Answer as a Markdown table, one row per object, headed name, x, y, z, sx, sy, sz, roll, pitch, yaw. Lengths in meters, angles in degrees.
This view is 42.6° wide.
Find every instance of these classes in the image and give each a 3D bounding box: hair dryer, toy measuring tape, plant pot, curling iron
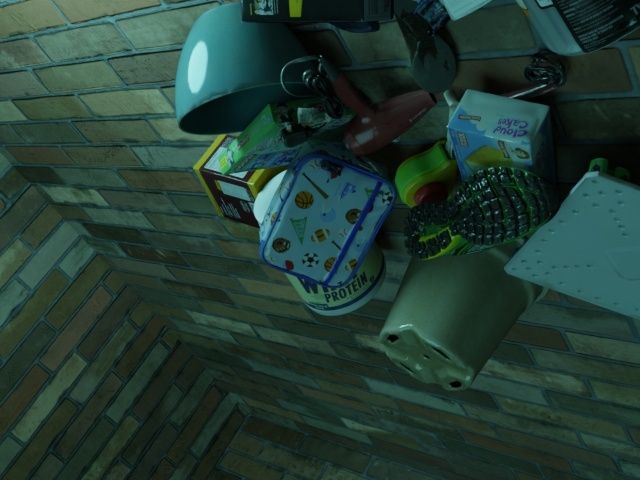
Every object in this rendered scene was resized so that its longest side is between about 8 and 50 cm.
| name | x | y | z | sx | sy | sz | roll | pitch | yaw |
| --- | --- | --- | --- | --- | --- | --- | --- | --- | --- |
| hair dryer | 0.071 | -0.238 | 1.503 | 0.293 | 0.080 | 0.224 | -5 | 150 | -10 |
| toy measuring tape | 0.207 | -0.156 | 1.614 | 0.121 | 0.121 | 0.330 | 24 | 149 | 19 |
| plant pot | -0.154 | -0.344 | 1.596 | 0.290 | 0.290 | 0.196 | -24 | 78 | 59 |
| plant pot | 0.292 | 0.148 | 1.816 | 0.333 | 0.305 | 0.334 | 27 | 153 | 15 |
| curling iron | 0.326 | -0.257 | 1.418 | 0.068 | 0.035 | 0.274 | 60 | 155 | -3 |

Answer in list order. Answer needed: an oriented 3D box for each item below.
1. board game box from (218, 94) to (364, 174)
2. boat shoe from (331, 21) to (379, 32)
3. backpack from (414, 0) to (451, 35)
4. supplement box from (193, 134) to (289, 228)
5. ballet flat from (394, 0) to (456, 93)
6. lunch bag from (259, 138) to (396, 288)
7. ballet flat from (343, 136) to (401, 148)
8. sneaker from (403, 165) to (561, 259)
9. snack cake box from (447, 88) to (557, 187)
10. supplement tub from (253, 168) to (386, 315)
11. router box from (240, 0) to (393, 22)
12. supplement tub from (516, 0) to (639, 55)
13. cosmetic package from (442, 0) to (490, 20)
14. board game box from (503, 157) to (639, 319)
| name | x | y | z | sx | sy | sz | roll | pitch | yaw |
| --- | --- | --- | --- | --- | --- | --- | --- | --- | --- |
| board game box | -0.067 | -0.220 | 1.736 | 0.317 | 0.213 | 0.046 | -29 | 74 | 61 |
| boat shoe | -0.034 | -0.437 | 1.427 | 0.340 | 0.127 | 0.158 | 27 | 178 | 40 |
| backpack | 0.198 | -0.391 | 1.257 | 0.084 | 0.105 | 0.114 | 43 | 141 | -11 |
| supplement box | -0.180 | -0.143 | 2.062 | 0.194 | 0.129 | 0.191 | 17 | 149 | 30 |
| ballet flat | 0.173 | -0.355 | 1.409 | 0.084 | 0.058 | 0.250 | -20 | 137 | 15 |
| lunch bag | 0.020 | -0.055 | 1.737 | 0.243 | 0.115 | 0.303 | 22 | 115 | -14 |
| ballet flat | 0.126 | -0.224 | 1.675 | 0.067 | 0.073 | 0.206 | 19 | 165 | -28 |
| sneaker | 0.304 | -0.050 | 1.495 | 0.146 | 0.134 | 0.343 | -3 | 172 | -33 |
| snack cake box | 0.335 | -0.147 | 1.479 | 0.152 | 0.089 | 0.264 | 20 | 160 | 28 |
| supplement tub | 0.000 | 0.000 | 1.978 | 0.235 | 0.235 | 0.325 | 10 | 145 | 39 |
| router box | -0.013 | -0.478 | 1.206 | 0.242 | 0.081 | 0.309 | 12 | 112 | 37 |
| supplement tub | 0.294 | -0.407 | 1.024 | 0.193 | 0.194 | 0.316 | -6 | 132 | 52 |
| cosmetic package | 0.179 | -0.432 | 1.120 | 0.085 | 0.117 | 0.231 | -22 | 103 | 42 |
| board game box | 0.581 | 0.023 | 1.475 | 0.389 | 0.050 | 0.390 | 19 | 153 | -1 |
